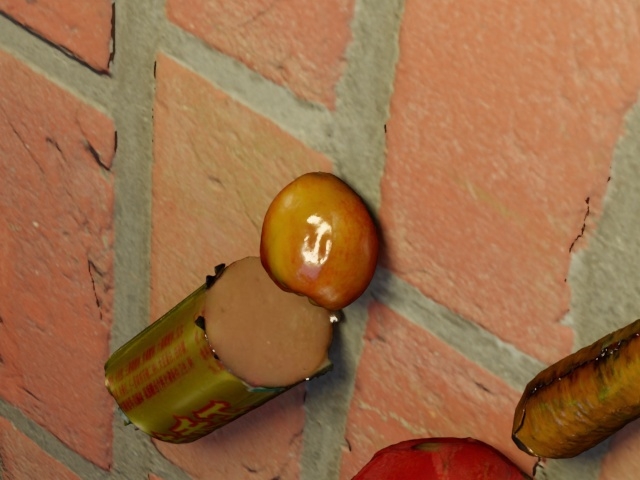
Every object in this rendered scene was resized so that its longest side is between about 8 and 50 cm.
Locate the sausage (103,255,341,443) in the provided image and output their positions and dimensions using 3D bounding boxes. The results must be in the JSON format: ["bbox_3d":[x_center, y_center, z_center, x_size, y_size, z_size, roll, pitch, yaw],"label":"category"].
[{"bbox_3d":[-0.115,0.115,1.644,0.125,0.117,0.317,19,151,-23],"label":"sausage"}]

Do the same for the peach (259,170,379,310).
[{"bbox_3d":[0.001,-0.001,1.451,0.100,0.101,0.101,28,138,29],"label":"peach"}]

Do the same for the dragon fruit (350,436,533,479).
[{"bbox_3d":[0.097,0.240,1.488,0.209,0.172,0.172,5,124,40],"label":"dragon fruit"}]

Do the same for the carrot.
[{"bbox_3d":[0.224,0.097,1.315,0.070,0.070,0.260,52,144,-1],"label":"carrot"}]
